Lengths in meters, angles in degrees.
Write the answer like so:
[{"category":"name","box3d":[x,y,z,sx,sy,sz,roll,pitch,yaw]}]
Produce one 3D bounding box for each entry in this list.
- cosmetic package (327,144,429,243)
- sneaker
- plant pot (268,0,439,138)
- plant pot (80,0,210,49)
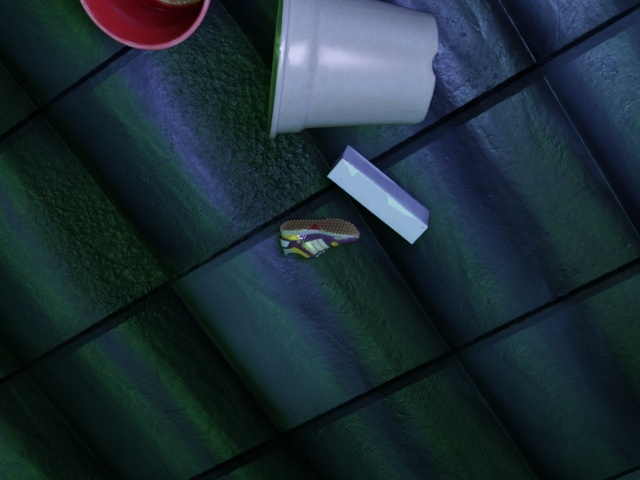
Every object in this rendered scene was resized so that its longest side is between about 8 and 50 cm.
[{"category":"cosmetic package","box3d":[0.129,-0.100,1.937,0.239,0.099,0.060,38,112,-8]},{"category":"sneaker","box3d":[0.000,0.000,2.021,0.185,0.070,0.084,4,122,13]},{"category":"plant pot","box3d":[0.062,-0.353,1.747,0.305,0.334,0.334,5,114,-6]},{"category":"plant pot","box3d":[-0.317,-0.532,1.742,0.274,0.243,0.275,3,113,7]}]
